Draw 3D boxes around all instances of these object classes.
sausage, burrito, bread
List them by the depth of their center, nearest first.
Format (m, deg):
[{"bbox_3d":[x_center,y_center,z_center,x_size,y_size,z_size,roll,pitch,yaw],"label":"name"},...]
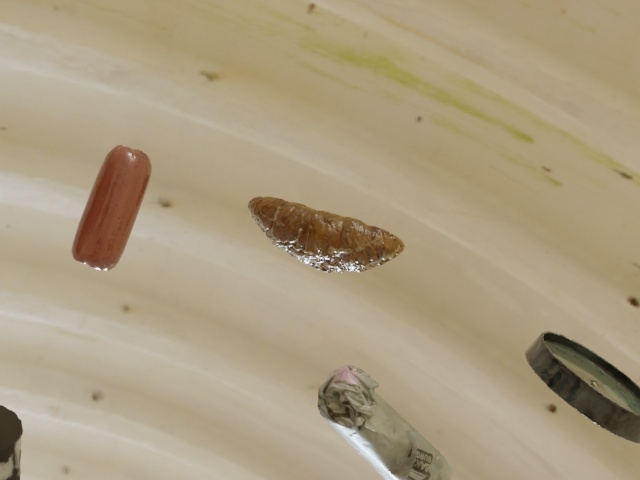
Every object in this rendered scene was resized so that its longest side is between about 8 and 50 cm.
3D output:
[{"bbox_3d":[0.062,0.187,0.827,0.064,0.203,0.064,-23,-142,20],"label":"burrito"},{"bbox_3d":[-0.251,-0.040,1.052,0.062,0.062,0.154,16,-94,56],"label":"sausage"},{"bbox_3d":[0.000,0.000,1.238,0.105,0.233,0.076,81,29,-71],"label":"bread"}]

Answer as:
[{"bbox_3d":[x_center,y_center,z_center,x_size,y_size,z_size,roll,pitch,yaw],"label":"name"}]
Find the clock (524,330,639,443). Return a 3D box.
[{"bbox_3d":[0.405,0.213,1.293,0.042,0.215,0.215,-58,-139,16],"label":"clock"}]

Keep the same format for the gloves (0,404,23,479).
[{"bbox_3d":[-0.273,0.196,0.570,0.131,0.140,0.218,47,-60,53],"label":"gloves"}]
